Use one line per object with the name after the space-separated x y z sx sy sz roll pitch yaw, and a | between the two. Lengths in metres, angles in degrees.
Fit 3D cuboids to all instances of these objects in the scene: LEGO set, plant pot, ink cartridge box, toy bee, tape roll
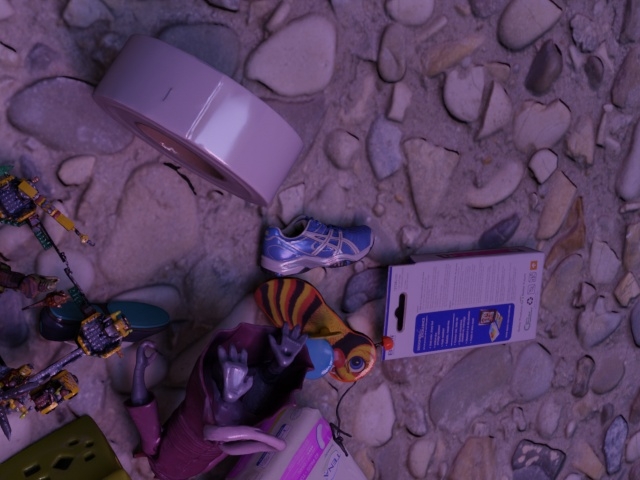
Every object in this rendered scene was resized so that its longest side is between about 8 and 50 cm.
-0.397 0.071 1.265 0.255 0.192 0.331 -24 92 -19 | LEGO set
-0.353 0.428 1.420 0.227 0.207 0.228 -32 117 -23 | plant pot
0.254 0.111 1.810 0.371 0.069 0.176 -4 104 -34 | ink cartridge box
0.028 0.169 1.605 0.162 0.195 0.298 -30 112 0 | toy bee
-0.167 -0.161 1.350 0.286 0.286 0.100 36 82 -33 | tape roll

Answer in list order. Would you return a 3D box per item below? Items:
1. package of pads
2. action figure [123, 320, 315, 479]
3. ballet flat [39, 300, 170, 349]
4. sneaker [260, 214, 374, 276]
-0.027 0.441 1.657 0.229 0.101 0.296 -53 125 -34 | package of pads
-0.155 0.278 1.455 0.248 0.276 0.370 20 129 -31 | action figure
-0.322 0.127 1.456 0.203 0.074 0.074 7 98 -39 | ballet flat
0.000 0.000 1.615 0.211 0.080 0.081 -13 111 -30 | sneaker
